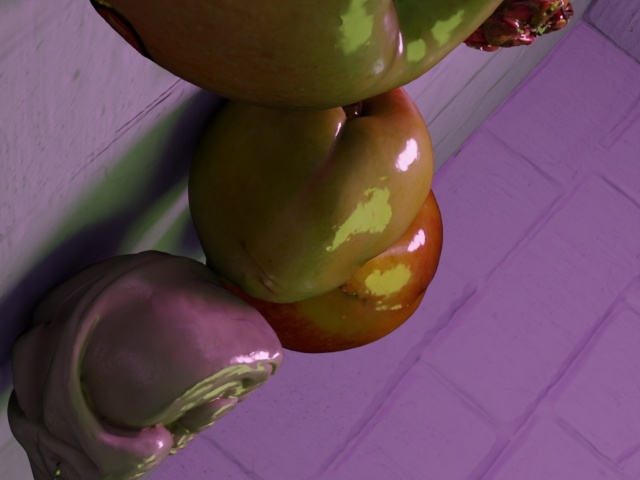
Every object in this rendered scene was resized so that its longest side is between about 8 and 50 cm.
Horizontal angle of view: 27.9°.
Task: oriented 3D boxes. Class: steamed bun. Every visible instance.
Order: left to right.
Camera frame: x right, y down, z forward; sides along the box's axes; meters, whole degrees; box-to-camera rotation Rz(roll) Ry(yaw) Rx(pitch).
[{"bbox_3d":[-0.242,0.150,1.606,0.342,0.255,0.368,-38,-176,-33],"label":"steamed bun"}]

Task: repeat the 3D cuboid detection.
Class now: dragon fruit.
[{"bbox_3d":[0.273,-0.416,1.897,0.291,0.250,0.269,100,12,-61],"label":"dragon fruit"}]

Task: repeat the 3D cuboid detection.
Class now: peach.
[{"bbox_3d":[-0.021,-0.081,1.647,0.314,0.281,0.315,-47,180,-43],"label":"peach"},{"bbox_3d":[0.000,0.000,1.988,0.370,0.370,0.370,-49,171,-11],"label":"peach"}]

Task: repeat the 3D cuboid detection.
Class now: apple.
[{"bbox_3d":[-0.013,-0.247,0.952,0.338,0.305,0.338,-47,172,-9],"label":"apple"}]
